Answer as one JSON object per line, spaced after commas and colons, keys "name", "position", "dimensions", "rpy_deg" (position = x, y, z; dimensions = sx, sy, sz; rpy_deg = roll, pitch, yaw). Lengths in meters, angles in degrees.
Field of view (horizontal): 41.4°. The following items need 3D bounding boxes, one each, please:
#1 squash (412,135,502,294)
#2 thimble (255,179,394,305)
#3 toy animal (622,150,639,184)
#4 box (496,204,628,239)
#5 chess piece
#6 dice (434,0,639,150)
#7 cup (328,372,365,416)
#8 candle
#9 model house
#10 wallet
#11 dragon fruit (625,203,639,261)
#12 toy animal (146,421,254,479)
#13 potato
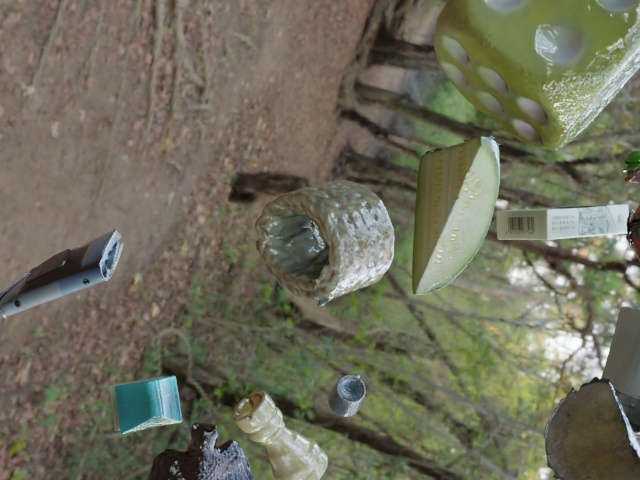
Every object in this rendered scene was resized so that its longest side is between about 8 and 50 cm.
{"name": "squash", "position": [0.279, -0.040, 1.640], "dimensions": [0.203, 0.111, 0.288], "rpy_deg": [-11, -105, 59]}
{"name": "thimble", "position": [0.003, -0.004, 1.452], "dimensions": [0.148, 0.229, 0.196], "rpy_deg": [-15, 123, -41]}
{"name": "toy animal", "position": [0.666, -0.080, 1.672], "dimensions": [0.100, 0.103, 0.208], "rpy_deg": [64, 18, -62]}
{"name": "box", "position": [0.552, -0.043, 1.932], "dimensions": [0.164, 0.257, 0.069], "rpy_deg": [1, -85, 60]}
{"name": "chess piece", "position": [-0.050, 0.235, 0.994], "dimensions": [0.066, 0.122, 0.066], "rpy_deg": [-31, -157, 15]}
{"name": "dice", "position": [0.312, -0.284, 1.157], "dimensions": [0.233, 0.238, 0.227], "rpy_deg": [-48, 166, -3]}
{"name": "cup", "position": [0.068, 0.347, 1.959], "dimensions": [0.100, 0.078, 0.077], "rpy_deg": [-61, 175, -34]}
{"name": "candle", "position": [0.699, 0.248, 1.734], "dimensions": [0.221, 0.221, 0.342], "rpy_deg": [51, 56, -85]}
{"name": "model house", "position": [-0.355, 0.334, 1.733], "dimensions": [0.149, 0.127, 0.100], "rpy_deg": [154, -73, -64]}
{"name": "wallet", "position": [-0.484, 0.057, 1.586], "dimensions": [0.170, 0.231, 0.069], "rpy_deg": [-85, 152, -65]}
{"name": "dragon fruit", "position": [0.560, -0.012, 1.276], "dimensions": [0.193, 0.274, 0.192], "rpy_deg": [-50, -142, 36]}
{"name": "toy animal", "position": [-0.229, 0.450, 1.669], "dimensions": [0.116, 0.219, 0.179], "rpy_deg": [-117, -147, -54]}
{"name": "potato", "position": [0.414, 0.332, 1.247], "dimensions": [0.098, 0.138, 0.243], "rpy_deg": [54, 17, -31]}
